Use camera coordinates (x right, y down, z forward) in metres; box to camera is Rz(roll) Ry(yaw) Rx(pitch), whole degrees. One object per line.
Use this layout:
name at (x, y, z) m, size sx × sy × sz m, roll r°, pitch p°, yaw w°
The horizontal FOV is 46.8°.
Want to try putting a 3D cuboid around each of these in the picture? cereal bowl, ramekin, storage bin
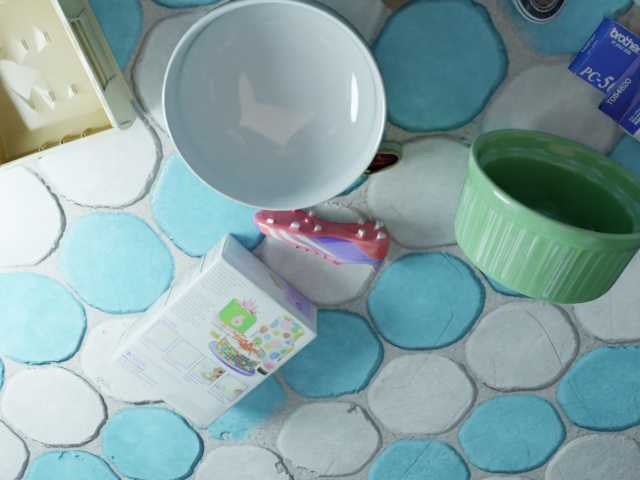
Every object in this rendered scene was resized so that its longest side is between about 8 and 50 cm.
cereal bowl at (-0.067, -0.225, 1.163) m, size 0.339 × 0.141 × 0.339 m, roll 1°, pitch 119°, yaw 1°
ramekin at (0.359, -0.038, 1.169) m, size 0.303 × 0.303 × 0.148 m, roll 12°, pitch 125°, yaw -5°
storage bin at (-0.467, -0.255, 1.169) m, size 0.262 × 0.123 × 0.260 m, roll -16°, pitch 116°, yaw 10°

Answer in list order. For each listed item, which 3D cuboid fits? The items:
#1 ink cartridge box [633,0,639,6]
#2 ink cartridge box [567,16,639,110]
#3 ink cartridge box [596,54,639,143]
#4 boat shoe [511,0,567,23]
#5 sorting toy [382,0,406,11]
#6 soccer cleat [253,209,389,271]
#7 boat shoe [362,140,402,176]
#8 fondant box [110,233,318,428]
ink cartridge box at (0.547, -0.399, 1.059) m, size 0.175 × 0.127 × 0.072 m, roll -21°, pitch 116°, yaw 12°
ink cartridge box at (0.511, -0.259, 1.181) m, size 0.207 × 0.046 × 0.097 m, roll 29°, pitch 114°, yaw -13°
ink cartridge box at (0.588, -0.228, 1.144) m, size 0.224 × 0.045 × 0.223 m, roll 31°, pitch 113°, yaw -14°
boat shoe at (0.328, -0.456, 1.049) m, size 0.108 × 0.102 × 0.301 m, roll 0°, pitch 118°, yaw 1°
sorting toy at (0.098, -0.391, 1.125) m, size 0.083 × 0.012 × 0.062 m, roll 36°, pitch 153°, yaw -16°
soccer cleat at (0.000, 0.000, 1.319) m, size 0.248 × 0.083 × 0.095 m, roll 8°, pitch 123°, yaw -6°
boat shoe at (0.074, -0.133, 1.261) m, size 0.135 × 0.045 × 0.050 m, roll -18°, pitch 116°, yaw 11°
fondant box at (-0.200, 0.181, 1.411) m, size 0.238 × 0.096 × 0.330 m, roll 41°, pitch 113°, yaw -18°
